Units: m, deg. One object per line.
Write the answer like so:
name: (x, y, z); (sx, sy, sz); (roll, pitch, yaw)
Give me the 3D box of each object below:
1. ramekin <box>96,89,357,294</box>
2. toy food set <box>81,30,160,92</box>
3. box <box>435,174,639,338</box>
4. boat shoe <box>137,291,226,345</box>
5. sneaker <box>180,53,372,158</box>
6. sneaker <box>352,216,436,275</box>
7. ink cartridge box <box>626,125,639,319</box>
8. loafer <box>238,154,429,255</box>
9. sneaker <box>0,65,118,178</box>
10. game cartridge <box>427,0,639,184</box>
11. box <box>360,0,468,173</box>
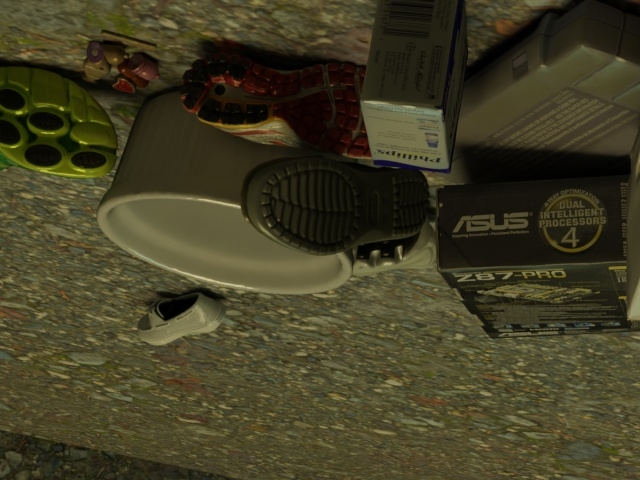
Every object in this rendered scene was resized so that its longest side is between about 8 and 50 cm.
ramekin: (-0.090, -0.052, 1.741); (0.277, 0.135, 0.277); (10, 161, 4)
toy food set: (-0.201, -0.171, 1.643); (0.078, 0.019, 0.122); (15, 161, -8)
box: (0.333, 0.019, 1.607); (0.395, 0.097, 0.318); (-3, 166, 15)
boat shoe: (-0.218, 0.110, 2.403); (0.063, 0.066, 0.184); (41, 151, -30)
sneaker: (-0.018, -0.130, 1.581); (0.225, 0.088, 0.093); (14, 175, 7)
sneaker: (0.000, 0.000, 1.898); (0.292, 0.110, 0.118); (3, 168, 25)
ink cartridge box: (0.372, -0.032, 1.305); (0.233, 0.168, 0.171); (6, 151, 4)
loafer: (0.003, -0.035, 1.581); (0.087, 0.094, 0.251); (8, -177, 39)
sneaker: (-0.341, -0.128, 1.750); (0.296, 0.109, 0.123); (14, 170, 19)
game cartridge: (0.242, -0.110, 1.496); (0.230, 0.068, 0.355); (22, 159, -16)
box: (0.082, -0.142, 1.392); (0.072, 0.126, 0.137); (7, 161, 9)
